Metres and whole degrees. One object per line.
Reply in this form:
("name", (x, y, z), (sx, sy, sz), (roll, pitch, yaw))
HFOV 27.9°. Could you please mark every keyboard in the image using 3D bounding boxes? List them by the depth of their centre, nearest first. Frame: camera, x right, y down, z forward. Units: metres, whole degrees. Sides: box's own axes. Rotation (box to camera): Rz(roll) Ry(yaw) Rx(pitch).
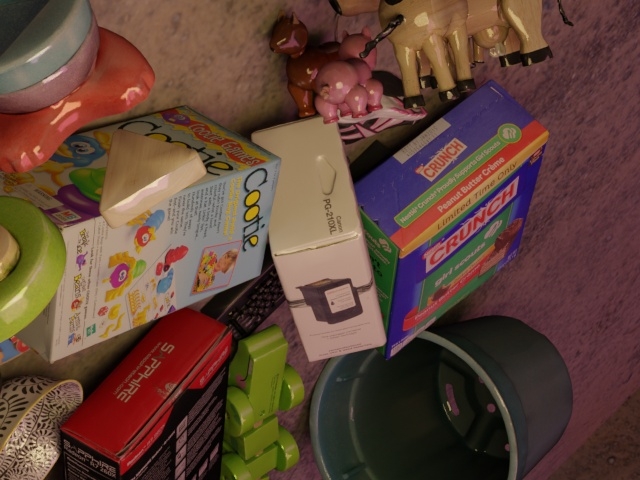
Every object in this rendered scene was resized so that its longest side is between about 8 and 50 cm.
("keyboard", (-0.024, -0.005, 1.627), (0.317, 0.033, 0.201), (-45, 150, -7))

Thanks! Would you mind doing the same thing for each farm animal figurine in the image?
("farm animal figurine", (0.102, -0.237, 1.297), (0.326, 0.330, 0.172), (-18, 101, -24))

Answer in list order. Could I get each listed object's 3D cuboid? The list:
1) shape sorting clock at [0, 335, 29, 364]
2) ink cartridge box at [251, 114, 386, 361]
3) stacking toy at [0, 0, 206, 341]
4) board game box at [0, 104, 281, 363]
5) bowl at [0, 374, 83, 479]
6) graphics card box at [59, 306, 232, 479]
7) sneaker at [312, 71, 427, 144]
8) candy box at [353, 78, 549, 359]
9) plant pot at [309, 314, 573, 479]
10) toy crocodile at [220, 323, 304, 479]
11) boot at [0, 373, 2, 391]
("shape sorting clock", (-0.322, 0.051, 1.287), (0.206, 0.040, 0.206), (-34, 148, -25))
("ink cartridge box", (0.000, 0.000, 1.440), (0.100, 0.172, 0.237), (-13, 146, 1))
("stacking toy", (-0.267, -0.081, 0.981), (0.309, 0.279, 0.130), (-40, 139, -12))
("board game box", (-0.190, -0.017, 1.241), (0.275, 0.142, 0.144), (-22, 133, -46))
("bowl", (-0.339, 0.205, 1.388), (0.170, 0.080, 0.170), (-57, 167, -21))
("graphics card box", (-0.212, 0.282, 1.592), (0.233, 0.094, 0.371), (-50, 157, -40))
("sneaker", (0.048, -0.151, 1.529), (0.178, 0.072, 0.077), (-4, 146, -46))
("candy box", (0.157, -0.020, 1.724), (0.268, 0.122, 0.317), (-37, 155, -20))
("plant pot", (0.216, 0.269, 2.001), (0.334, 0.341, 0.341), (-14, 137, -56))
("toy crocodile", (-0.100, 0.249, 1.772), (0.115, 0.105, 0.341), (-28, 140, -33))
("boot", (-0.391, 0.074, 1.185), (0.077, 0.137, 0.198), (-33, 110, -62))
